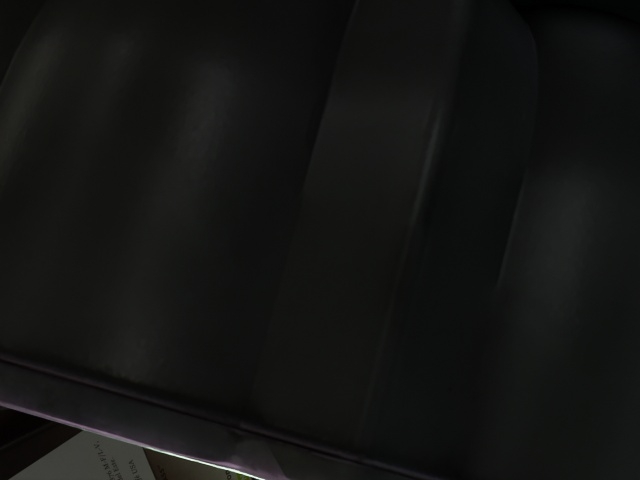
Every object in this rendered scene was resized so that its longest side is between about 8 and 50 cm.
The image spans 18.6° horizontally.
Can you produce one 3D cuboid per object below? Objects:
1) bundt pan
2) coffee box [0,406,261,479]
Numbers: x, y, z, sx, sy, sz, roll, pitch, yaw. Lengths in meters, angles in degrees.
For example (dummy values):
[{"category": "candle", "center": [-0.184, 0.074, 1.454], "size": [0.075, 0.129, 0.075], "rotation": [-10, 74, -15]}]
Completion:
[{"category": "bundt pan", "center": [0.000, 0.000, 0.515], "size": [0.331, 0.124, 0.331], "rotation": [15, 175, 1]}, {"category": "coffee box", "center": [-0.154, 0.132, 1.157], "size": [0.297, 0.119, 0.168], "rotation": [-27, -161, -34]}]
